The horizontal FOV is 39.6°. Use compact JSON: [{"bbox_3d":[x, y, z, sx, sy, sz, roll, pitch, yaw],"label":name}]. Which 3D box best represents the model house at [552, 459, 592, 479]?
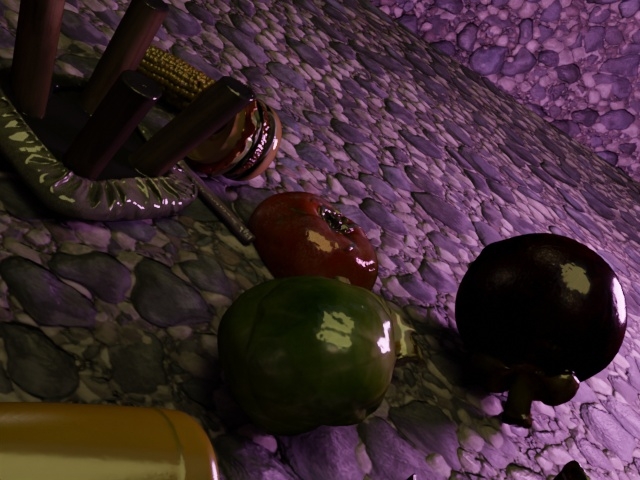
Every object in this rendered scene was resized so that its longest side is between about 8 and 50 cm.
[{"bbox_3d":[0.331,0.463,1.150,0.294,0.154,0.207,62,-9,24],"label":"model house"}]

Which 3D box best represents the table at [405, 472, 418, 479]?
[{"bbox_3d":[0.122,0.356,1.097,0.082,0.070,0.083,37,25,-10],"label":"table"}]

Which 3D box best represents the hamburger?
[{"bbox_3d":[-0.142,-0.178,1.509,0.137,0.175,0.175,23,30,-42],"label":"hamburger"}]

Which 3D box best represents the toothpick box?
[{"bbox_3d":[-0.238,0.221,0.750,0.271,0.175,0.175,13,36,-35],"label":"toothpick box"}]

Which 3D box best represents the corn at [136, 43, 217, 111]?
[{"bbox_3d":[-0.224,-0.263,1.623,0.320,0.097,0.097,31,27,-10],"label":"corn"}]

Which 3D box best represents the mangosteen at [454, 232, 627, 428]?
[{"bbox_3d":[0.362,0.132,1.520,0.293,0.297,0.297,-31,66,-21],"label":"mangosteen"}]

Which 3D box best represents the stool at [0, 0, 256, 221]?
[{"bbox_3d":[-0.306,-0.206,1.280,0.310,0.226,0.310,46,27,18],"label":"stool"}]

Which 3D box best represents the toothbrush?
[{"bbox_3d":[-0.227,-0.124,1.462,0.354,0.029,0.024,46,41,15],"label":"toothbrush"}]

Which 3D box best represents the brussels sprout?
[{"bbox_3d":[-0.011,0.139,1.114,0.244,0.244,0.244,29,28,-17],"label":"brussels sprout"}]

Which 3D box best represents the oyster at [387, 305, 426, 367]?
[{"bbox_3d":[0.052,0.144,1.356,0.209,0.072,0.133,-2,50,-25],"label":"oyster"}]

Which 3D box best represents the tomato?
[{"bbox_3d":[0.000,0.000,1.477,0.237,0.095,0.237,29,27,-17],"label":"tomato"}]
